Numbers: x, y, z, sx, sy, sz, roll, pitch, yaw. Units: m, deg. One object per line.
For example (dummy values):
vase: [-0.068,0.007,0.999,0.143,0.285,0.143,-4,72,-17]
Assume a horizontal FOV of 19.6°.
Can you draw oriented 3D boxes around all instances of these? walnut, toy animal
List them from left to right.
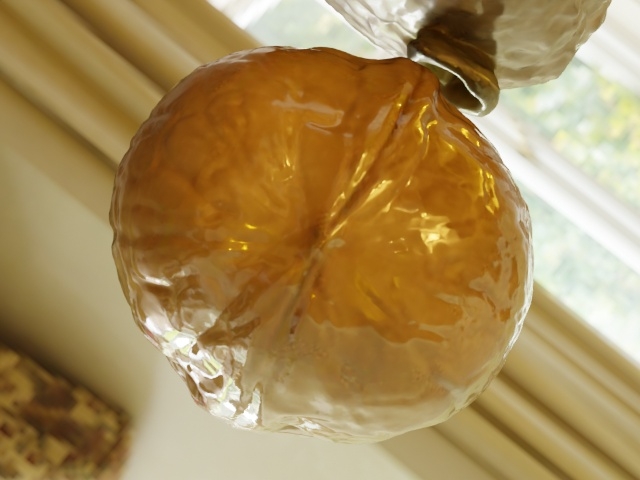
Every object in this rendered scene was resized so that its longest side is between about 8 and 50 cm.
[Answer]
walnut: [0.000,0.000,0.821,0.193,0.193,0.226,-51,173,-3]
toy animal: [0.055,-0.210,0.939,0.188,0.226,0.358,-40,133,-7]
